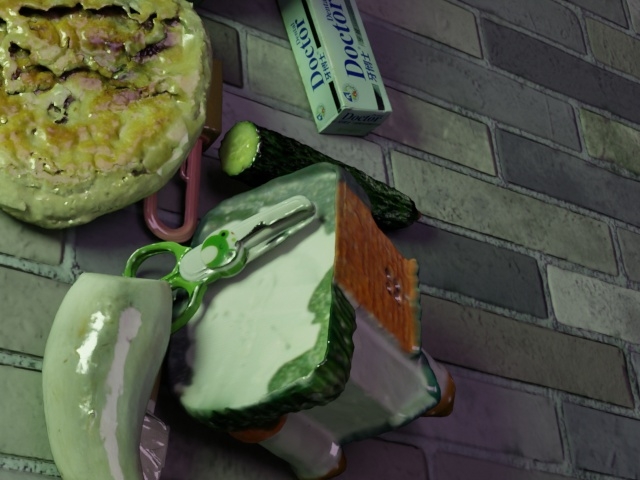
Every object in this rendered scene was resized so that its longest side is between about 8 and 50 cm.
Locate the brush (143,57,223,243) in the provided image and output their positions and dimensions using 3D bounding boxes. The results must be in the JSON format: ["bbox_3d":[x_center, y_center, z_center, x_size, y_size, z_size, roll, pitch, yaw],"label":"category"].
[{"bbox_3d":[-0.156,-0.103,1.429,0.103,0.047,0.233,17,55,-30],"label":"brush"}]

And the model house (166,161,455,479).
[{"bbox_3d":[0.016,0.117,1.364,0.301,0.190,0.271,42,36,-36],"label":"model house"}]

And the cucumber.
[{"bbox_3d":[0.009,-0.061,1.517,0.293,0.067,0.067,21,50,-43],"label":"cucumber"}]

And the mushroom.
[{"bbox_3d":[-0.190,0.151,1.196,0.118,0.103,0.270,6,67,-16],"label":"mushroom"}]

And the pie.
[{"bbox_3d":[-0.260,-0.175,1.336,0.339,0.077,0.339,13,60,-22],"label":"pie"}]

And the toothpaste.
[{"bbox_3d":[-0.002,-0.289,1.669,0.081,0.067,0.337,0,63,-37],"label":"toothpaste"}]

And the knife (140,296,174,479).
[{"bbox_3d":[-0.162,0.174,1.258,0.047,0.017,0.298,27,48,-25],"label":"knife"}]

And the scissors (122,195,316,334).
[{"bbox_3d":[-0.096,0.013,1.299,0.027,0.204,0.101,49,14,-56],"label":"scissors"}]

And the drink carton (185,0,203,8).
[{"bbox_3d":[-0.136,-0.364,1.514,0.191,0.189,0.185,26,48,-25],"label":"drink carton"}]
